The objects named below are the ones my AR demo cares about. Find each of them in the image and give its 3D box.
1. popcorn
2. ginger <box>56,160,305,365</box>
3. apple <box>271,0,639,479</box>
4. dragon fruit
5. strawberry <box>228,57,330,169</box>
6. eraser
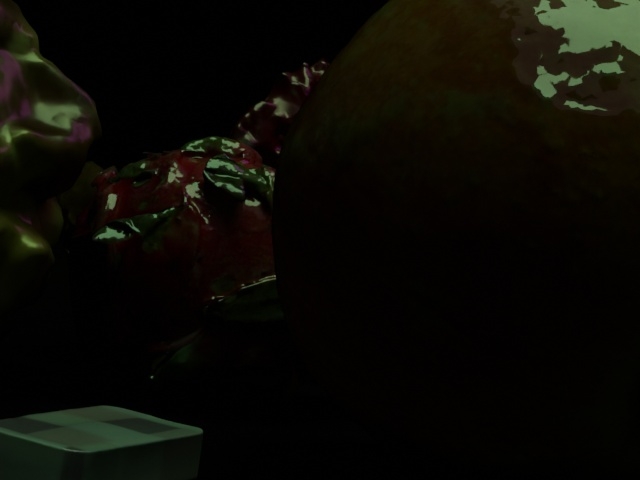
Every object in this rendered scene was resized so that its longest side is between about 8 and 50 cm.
[{"bbox_3d":[-0.291,-0.028,1.113,0.332,0.225,0.265,-14,-9,7],"label":"popcorn"},{"bbox_3d":[-0.030,0.027,1.304,0.309,0.107,0.133,11,-41,-13],"label":"ginger"},{"bbox_3d":[0.129,-0.005,0.958,0.301,0.301,0.301,7,5,-1],"label":"apple"},{"bbox_3d":[-0.056,0.023,1.161,0.172,0.166,0.160,-4,-34,2],"label":"dragon fruit"},{"bbox_3d":[0.000,0.000,1.435,0.178,0.234,0.234,33,13,18],"label":"strawberry"},{"bbox_3d":[-0.107,0.099,0.909,0.065,0.026,0.105,13,8,31],"label":"eraser"}]
